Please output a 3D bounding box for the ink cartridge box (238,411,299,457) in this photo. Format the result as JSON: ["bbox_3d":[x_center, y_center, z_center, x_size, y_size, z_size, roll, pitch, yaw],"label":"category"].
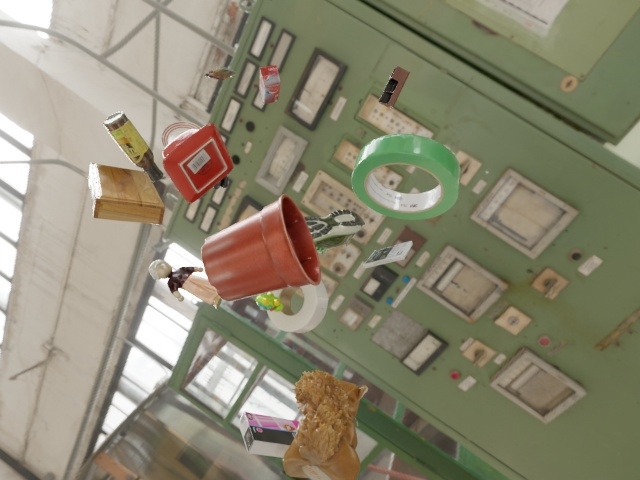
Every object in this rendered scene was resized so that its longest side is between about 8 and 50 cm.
[{"bbox_3d":[-0.134,0.787,1.622,0.069,0.371,0.176,-64,26,2],"label":"ink cartridge box"}]

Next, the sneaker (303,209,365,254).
[{"bbox_3d":[0.000,0.000,1.708,0.411,0.158,0.181,-11,-51,-30],"label":"sneaker"}]

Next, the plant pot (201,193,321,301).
[{"bbox_3d":[-0.171,0.041,1.163,0.265,0.272,0.272,-20,2,12],"label":"plant pot"}]

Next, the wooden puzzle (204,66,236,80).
[{"bbox_3d":[-0.243,-0.412,1.005,0.050,0.006,0.083,-15,1,30],"label":"wooden puzzle"}]

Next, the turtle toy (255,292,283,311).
[{"bbox_3d":[-0.208,0.257,1.665,0.095,0.130,0.066,37,109,57],"label":"turtle toy"}]

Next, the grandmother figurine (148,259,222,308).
[{"bbox_3d":[-0.575,0.173,1.763,0.207,0.343,0.103,-66,-2,-62],"label":"grandmother figurine"}]

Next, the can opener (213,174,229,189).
[{"bbox_3d":[-0.398,-0.294,1.661,0.073,0.059,0.185,-71,-2,-57],"label":"can opener"}]

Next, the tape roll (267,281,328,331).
[{"bbox_3d":[-0.108,0.279,1.874,0.286,0.286,0.100,-57,-35,5],"label":"tape roll"}]

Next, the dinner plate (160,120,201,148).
[{"bbox_3d":[-0.433,-0.319,1.296,0.141,0.141,0.017,-54,-2,-27],"label":"dinner plate"}]

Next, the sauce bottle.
[{"bbox_3d":[-0.858,-0.425,1.901,0.111,0.112,0.344,-54,-42,-28],"label":"sauce bottle"}]

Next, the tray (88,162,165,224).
[{"bbox_3d":[-0.698,-0.175,1.447,0.203,0.411,0.076,6,-70,-34],"label":"tray"}]

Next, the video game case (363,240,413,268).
[{"bbox_3d":[0.285,0.058,1.698,0.173,0.022,0.190,-16,11,27],"label":"video game case"}]

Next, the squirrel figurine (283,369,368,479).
[{"bbox_3d":[0.045,0.641,1.469,0.370,0.281,0.396,-57,-35,-46],"label":"squirrel figurine"}]

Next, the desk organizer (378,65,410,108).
[{"bbox_3d":[0.252,-0.526,1.401,0.047,0.050,0.130,-108,43,-79],"label":"desk organizer"}]

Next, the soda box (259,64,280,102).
[{"bbox_3d":[-0.254,-0.770,2.025,0.084,0.092,0.263,-13,2,-9],"label":"soda box"}]

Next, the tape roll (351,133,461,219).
[{"bbox_3d":[0.258,-0.183,1.246,0.321,0.322,0.077,114,174,-61],"label":"tape roll"}]

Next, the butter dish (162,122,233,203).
[{"bbox_3d":[-0.318,-0.203,0.997,0.160,0.118,0.159,-46,-30,-19],"label":"butter dish"}]
